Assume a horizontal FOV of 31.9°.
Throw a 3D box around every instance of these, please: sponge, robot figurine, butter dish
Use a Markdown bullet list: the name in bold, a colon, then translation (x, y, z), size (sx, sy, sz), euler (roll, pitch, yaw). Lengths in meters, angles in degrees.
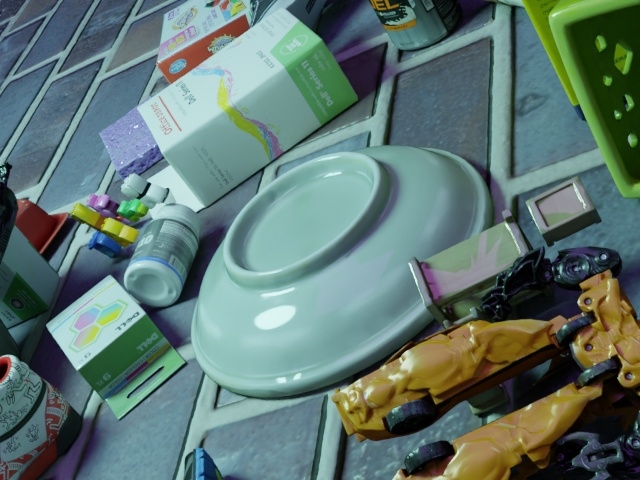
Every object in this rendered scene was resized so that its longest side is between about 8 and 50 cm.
- **sponge**: translation (-0.312, -0.177, 1.925), size (0.117, 0.031, 0.210), euler (-35, 31, -2)
- **robot figurine**: translation (0.165, 0.131, 0.935), size (0.291, 0.085, 0.211), euler (-28, 60, 10)
- **butter dish**: translation (-0.516, -0.014, 1.806), size (0.160, 0.118, 0.160), euler (-11, 38, 36)

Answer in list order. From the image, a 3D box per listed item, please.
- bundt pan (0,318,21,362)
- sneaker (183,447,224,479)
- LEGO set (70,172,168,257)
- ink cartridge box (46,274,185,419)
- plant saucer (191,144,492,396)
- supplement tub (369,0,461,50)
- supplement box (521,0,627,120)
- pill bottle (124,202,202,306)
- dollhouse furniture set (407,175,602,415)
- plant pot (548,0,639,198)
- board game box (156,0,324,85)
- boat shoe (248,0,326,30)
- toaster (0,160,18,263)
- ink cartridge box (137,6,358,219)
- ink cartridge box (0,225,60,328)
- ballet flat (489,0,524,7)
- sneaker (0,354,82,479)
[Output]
- **bundt pan**: translation (-0.527, 0.224, 1.475), size (0.331, 0.124, 0.331), euler (-24, 32, 16)
- **sneaker**: translation (-0.133, 0.275, 1.075), size (0.078, 0.067, 0.188), euler (-17, 37, 17)
- **LEGO set**: translation (-0.307, -0.038, 1.600), size (0.227, 0.093, 0.087), euler (-22, 40, 64)
- **ink cartridge box**: translation (-0.261, 0.129, 1.412), size (0.109, 0.062, 0.209), euler (-40, 31, -10)
- **plant saucer**: translation (0.000, 0.000, 1.307), size (0.400, 0.100, 0.400), euler (-24, 31, 16)
- **supplement tub**: translation (0.119, -0.385, 1.644), size (0.117, 0.190, 0.117), euler (-25, 31, 16)
- **supplement box**: translation (0.298, -0.354, 1.264), size (0.194, 0.356, 0.195), euler (-25, 32, 15)
- **pill bottle**: translation (-0.207, 0.017, 1.503), size (0.078, 0.078, 0.137), euler (-18, 34, 26)
- **dollhouse furniture set**: translation (0.204, 0.063, 1.063), size (0.182, 0.101, 0.161), euler (-27, 56, 12)
- **plant pot**: translation (0.389, -0.196, 1.095), size (0.227, 0.228, 0.207), euler (-7, 32, 38)
- **board game box**: translation (-0.152, -0.428, 2.092), size (0.316, 0.064, 0.242), euler (-26, 31, 14)
- **boat shoe**: translation (-0.070, -0.393, 1.869), size (0.102, 0.108, 0.301), euler (16, 66, 26)
- **toaster**: translation (-0.511, -0.010, 1.512), size (0.146, 0.129, 0.227), euler (-10, 54, 30)
- **ink cartridge box**: translation (-0.145, -0.185, 1.686), size (0.353, 0.119, 0.207), euler (-36, 31, -2)
- **ink cartridge box**: translation (-0.522, 0.066, 1.666), size (0.208, 0.153, 0.087), euler (-24, 33, 19)
- **ballet flat**: translation (0.338, -0.382, 1.536), size (0.342, 0.116, 0.124), euler (-15, 54, 23)
- **sneaker**: translation (-0.403, 0.259, 1.283), size (0.090, 0.145, 0.270), euler (0, 45, 44)
